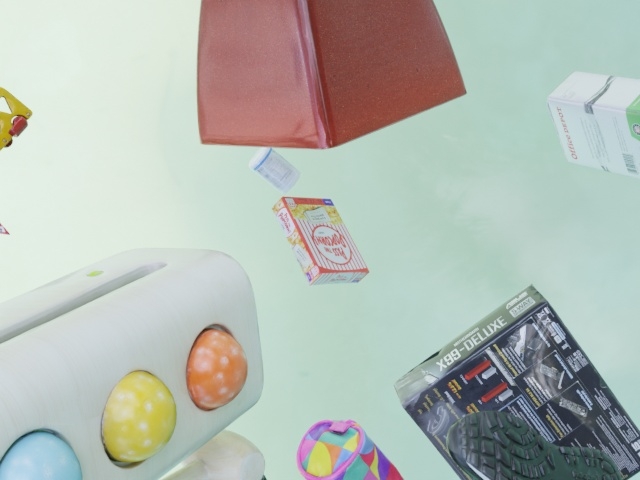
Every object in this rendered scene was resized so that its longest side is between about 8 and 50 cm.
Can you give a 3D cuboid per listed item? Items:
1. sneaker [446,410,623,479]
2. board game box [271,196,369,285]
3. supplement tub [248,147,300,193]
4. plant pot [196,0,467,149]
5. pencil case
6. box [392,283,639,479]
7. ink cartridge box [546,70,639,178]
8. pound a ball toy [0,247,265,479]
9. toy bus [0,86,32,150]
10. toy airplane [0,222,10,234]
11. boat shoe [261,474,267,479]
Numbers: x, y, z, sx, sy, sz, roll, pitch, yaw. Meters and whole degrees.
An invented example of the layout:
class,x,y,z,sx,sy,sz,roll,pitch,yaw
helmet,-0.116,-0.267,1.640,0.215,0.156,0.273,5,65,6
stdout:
class,x,y,z,sx,sy,sz,roll,pitch,yaw
sneaker,0.247,0.304,1.156,0.124,0.283,0.107,-36,39,41
board game box,0.000,0.000,1.898,0.045,0.147,0.193,-45,61,35
supplement tub,-0.108,-0.167,2.148,0.107,0.071,0.071,39,115,-17
plant pot,-0.007,-0.270,1.193,0.267,0.267,0.235,8,116,47
pencil case,0.063,0.320,1.169,0.104,0.236,0.104,-22,39,19
box,0.288,0.253,1.286,0.242,0.076,0.307,-37,107,5
ink cartridge box,0.527,-0.201,1.617,0.092,0.160,0.219,-43,37,-19
pound a ball toy,-0.131,0.134,0.594,0.136,0.319,0.208,3,107,31
toy bus,-0.625,-0.189,1.679,0.104,0.202,0.191,42,97,-17
toy airplane,-0.467,-0.032,1.159,0.151,0.151,0.028,-15,56,29
boat shoe,-0.144,0.444,1.704,0.091,0.114,0.302,-6,129,22
